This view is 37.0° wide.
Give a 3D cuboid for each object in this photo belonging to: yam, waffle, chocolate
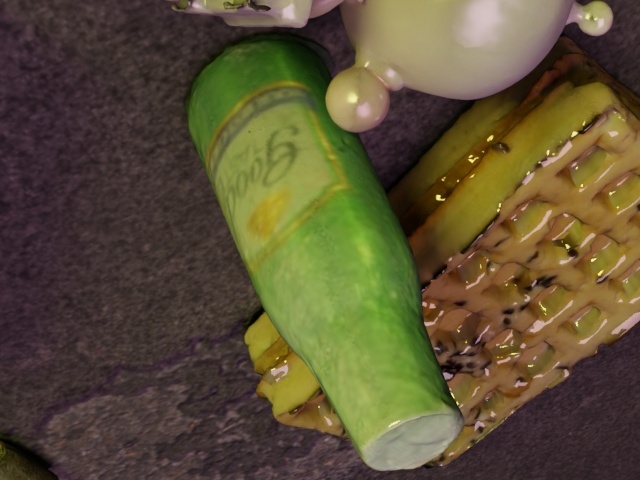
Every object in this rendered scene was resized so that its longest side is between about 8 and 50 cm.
[{"bbox_3d":[-0.267,0.204,0.830,0.043,0.043,0.094,-28,139,3],"label":"yam"},{"bbox_3d":[0.141,0.033,0.798,0.376,0.114,0.261,-44,138,22],"label":"waffle"},{"bbox_3d":[0.000,0.000,0.550,0.110,0.291,0.110,-13,136,-12],"label":"chocolate"}]

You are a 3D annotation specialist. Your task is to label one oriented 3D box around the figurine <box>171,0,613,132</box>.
[{"bbox_3d":[0.048,-0.161,0.520,0.257,0.181,0.144,3,168,-32],"label":"figurine"}]
